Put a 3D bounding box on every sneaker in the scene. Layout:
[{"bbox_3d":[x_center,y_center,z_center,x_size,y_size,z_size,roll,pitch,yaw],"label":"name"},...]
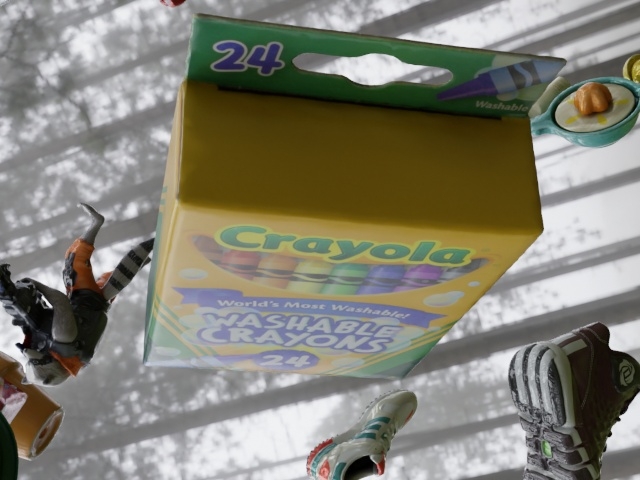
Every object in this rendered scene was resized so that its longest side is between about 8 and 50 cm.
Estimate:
[{"bbox_3d":[0.064,0.238,1.134,0.075,0.161,0.057,28,143,49],"label":"sneaker"},{"bbox_3d":[0.305,0.219,1.080,0.163,0.106,0.281,-24,-65,-30],"label":"sneaker"}]

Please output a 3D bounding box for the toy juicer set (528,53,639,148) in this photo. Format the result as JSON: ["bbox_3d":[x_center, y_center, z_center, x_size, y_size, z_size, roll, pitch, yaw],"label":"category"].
[{"bbox_3d":[0.405,-0.209,1.407,0.209,0.329,0.089,-57,-45,-34],"label":"toy juicer set"}]

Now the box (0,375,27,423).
[{"bbox_3d":[-0.512,0.279,1.270,0.123,0.257,0.128,34,175,-1],"label":"box"}]

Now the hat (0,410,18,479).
[{"bbox_3d":[-0.402,0.240,0.928,0.183,0.173,0.208,98,-174,-82],"label":"hat"}]

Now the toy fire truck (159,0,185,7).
[{"bbox_3d":[-0.267,-0.466,1.640,0.135,0.047,0.192,31,162,45],"label":"toy fire truck"}]

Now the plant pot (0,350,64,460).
[{"bbox_3d":[-0.659,0.366,2.082,0.205,0.188,0.205,-60,-9,-17],"label":"plant pot"}]

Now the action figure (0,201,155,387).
[{"bbox_3d":[-0.440,0.105,1.737,0.341,0.179,0.330,66,-137,-65],"label":"action figure"}]

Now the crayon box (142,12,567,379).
[{"bbox_3d":[0.000,0.000,0.620,0.323,0.203,0.083,116,156,-61],"label":"crayon box"}]

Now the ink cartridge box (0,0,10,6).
[{"bbox_3d":[-0.375,-0.389,1.162,0.181,0.225,0.056,50,-145,-37],"label":"ink cartridge box"}]
